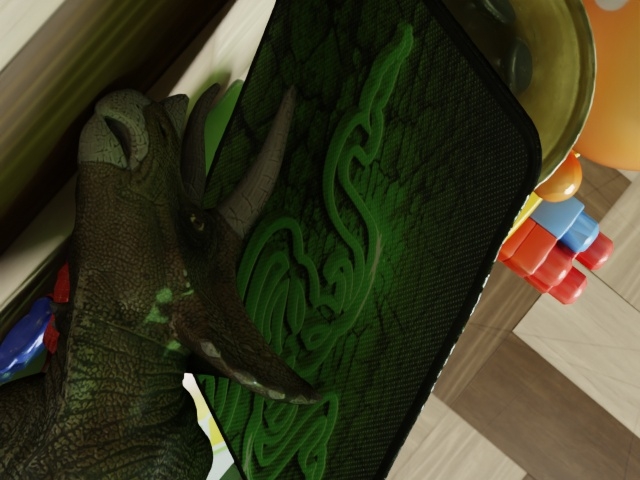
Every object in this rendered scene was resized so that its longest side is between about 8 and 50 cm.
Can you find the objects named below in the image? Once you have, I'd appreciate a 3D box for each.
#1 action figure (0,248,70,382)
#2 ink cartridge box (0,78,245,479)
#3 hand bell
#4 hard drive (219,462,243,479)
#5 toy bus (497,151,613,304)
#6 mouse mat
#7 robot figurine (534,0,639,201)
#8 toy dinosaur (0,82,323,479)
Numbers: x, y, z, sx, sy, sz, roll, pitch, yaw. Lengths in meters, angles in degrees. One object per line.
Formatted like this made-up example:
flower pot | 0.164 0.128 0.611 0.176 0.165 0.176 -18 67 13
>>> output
action figure | -0.101 0.032 0.643 0.115 0.030 0.038 -52 173 -17
ink cartridge box | -0.064 0.049 0.712 0.209 0.062 0.109 -49 153 -8
hand bell | 0.041 -0.087 0.849 0.126 0.126 0.242 -50 -171 2
hard drive | -0.131 0.246 0.951 0.339 0.237 0.064 -50 179 -29
toy bus | 0.082 -0.017 1.186 0.220 0.211 0.149 -48 180 -2
mouse mat | 0.000 0.000 0.560 0.007 0.153 0.190 0 130 -30
robot figurine | 0.137 -0.115 0.862 0.158 0.128 0.219 -35 -144 -3
toy dinosaur | -0.093 0.105 0.566 0.160 0.121 0.313 -23 149 -44
